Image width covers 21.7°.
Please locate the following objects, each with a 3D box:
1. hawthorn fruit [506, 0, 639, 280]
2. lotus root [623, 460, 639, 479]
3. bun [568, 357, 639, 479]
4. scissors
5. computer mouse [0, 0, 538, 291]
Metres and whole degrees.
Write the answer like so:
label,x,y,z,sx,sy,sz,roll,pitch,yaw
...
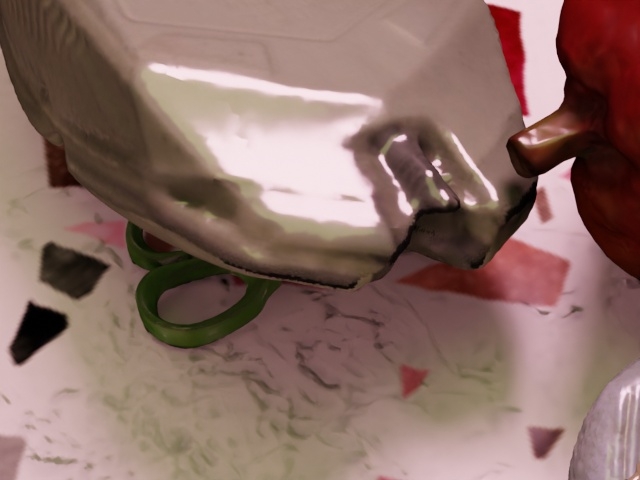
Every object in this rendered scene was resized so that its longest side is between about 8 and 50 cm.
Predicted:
label,x,y,z,sx,sy,sz,roll,pitch,yaw
hawthorn fruit,0.234,-0.078,0.796,0.307,0.265,0.265,-19,50,-5
lotus root,0.162,0.149,0.645,0.261,0.074,0.170,-40,76,-18
bun,0.176,0.116,0.744,0.141,0.083,0.140,0,63,0
scissors,0.000,0.000,0.893,0.204,0.027,0.101,-11,50,-3
computer mouse,-0.053,-0.105,0.907,0.228,0.145,0.429,-11,45,-28
